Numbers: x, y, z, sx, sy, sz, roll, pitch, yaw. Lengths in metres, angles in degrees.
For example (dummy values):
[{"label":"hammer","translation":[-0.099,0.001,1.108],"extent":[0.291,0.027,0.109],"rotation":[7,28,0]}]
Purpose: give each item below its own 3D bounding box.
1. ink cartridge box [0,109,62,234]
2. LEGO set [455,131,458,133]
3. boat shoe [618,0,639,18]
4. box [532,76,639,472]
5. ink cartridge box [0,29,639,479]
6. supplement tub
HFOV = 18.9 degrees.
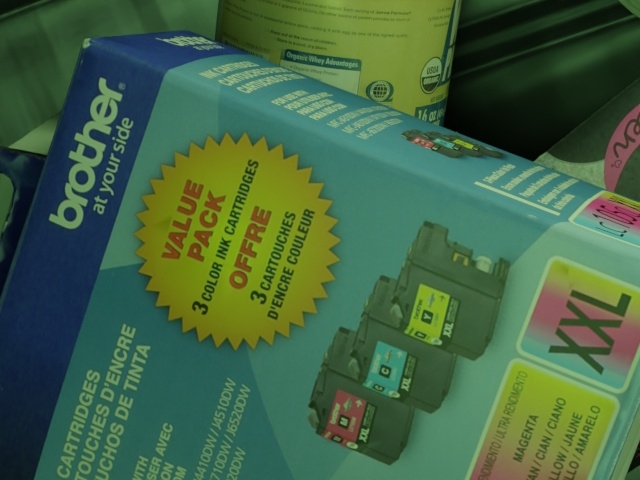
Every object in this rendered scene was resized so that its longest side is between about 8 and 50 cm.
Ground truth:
[{"label":"ink cartridge box","translation":[-0.159,0.029,1.231],"extent":[0.087,0.153,0.208],"rotation":[17,108,6]},{"label":"LEGO set","translation":[0.000,0.000,1.221],"extent":[0.227,0.087,0.093],"rotation":[-33,98,18]},{"label":"boat shoe","translation":[0.168,-0.180,1.154],"extent":[0.046,0.038,0.125],"rotation":[-45,98,-10]},{"label":"box","translation":[0.201,0.009,1.123],"extent":[0.247,0.142,0.163],"rotation":[-38,68,20]},{"label":"ink cartridge box","translation":[-0.024,0.056,1.035],"extent":[0.395,0.151,0.270],"rotation":[22,102,15]},{"label":"supplement tub","translation":[0.013,-0.151,1.139],"extent":[0.144,0.144,0.199],"rotation":[10,109,9]}]
